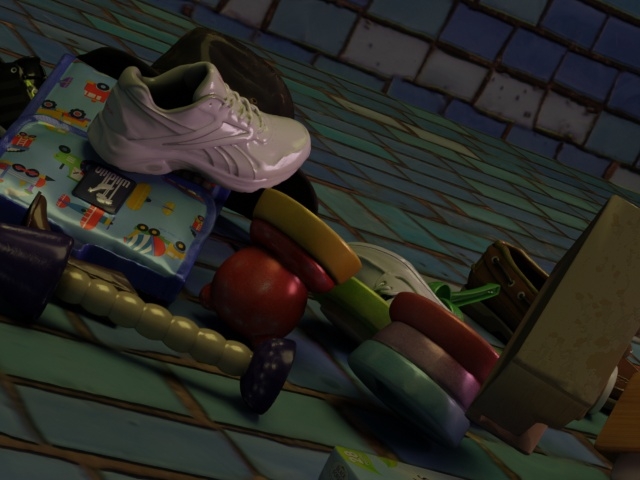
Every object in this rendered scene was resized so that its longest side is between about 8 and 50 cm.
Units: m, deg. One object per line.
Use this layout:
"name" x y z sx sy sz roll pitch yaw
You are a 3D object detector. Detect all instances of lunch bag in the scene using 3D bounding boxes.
"lunch bag" -0.217 -0.038 1.660 0.221 0.138 0.293 27 25 -4

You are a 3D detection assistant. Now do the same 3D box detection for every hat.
"hat" -0.117 -0.150 1.904 0.331 0.134 0.331 28 -17 9

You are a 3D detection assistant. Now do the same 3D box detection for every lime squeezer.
"lime squeezer" 0.162 0.095 1.955 0.110 0.059 0.310 25 13 -4

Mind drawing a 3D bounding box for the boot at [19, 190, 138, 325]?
"boot" -0.215 0.017 1.500 0.114 0.037 0.106 19 54 -17

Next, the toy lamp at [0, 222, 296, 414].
"toy lamp" -0.159 0.063 1.421 0.275 0.080 0.080 26 13 -10

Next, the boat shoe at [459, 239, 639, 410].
"boat shoe" 0.296 0.104 2.087 0.307 0.104 0.111 36 16 35

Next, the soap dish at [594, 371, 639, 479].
"soap dish" 0.433 0.201 1.603 0.291 0.118 0.229 -1 -19 26

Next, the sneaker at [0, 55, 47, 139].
"sneaker" -0.336 -0.159 1.895 0.235 0.097 0.084 32 14 23

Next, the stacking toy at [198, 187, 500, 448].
"stacking toy" 0.041 0.115 1.653 0.309 0.130 0.279 35 -11 24

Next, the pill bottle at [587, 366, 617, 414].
"pill bottle" 0.279 0.149 1.959 0.120 0.067 0.067 26 13 -2

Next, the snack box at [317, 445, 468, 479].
"snack box" 0.112 0.242 1.254 0.207 0.070 0.174 17 15 -30

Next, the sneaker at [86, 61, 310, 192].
"sneaker" -0.103 -0.117 1.641 0.232 0.115 0.090 3 41 -30

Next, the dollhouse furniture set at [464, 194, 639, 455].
"dollhouse furniture set" 0.341 0.162 1.371 0.394 0.362 0.256 32 -13 5

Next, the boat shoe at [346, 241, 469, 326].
"boat shoe" 0.084 0.071 1.846 0.226 0.083 0.076 34 14 28
